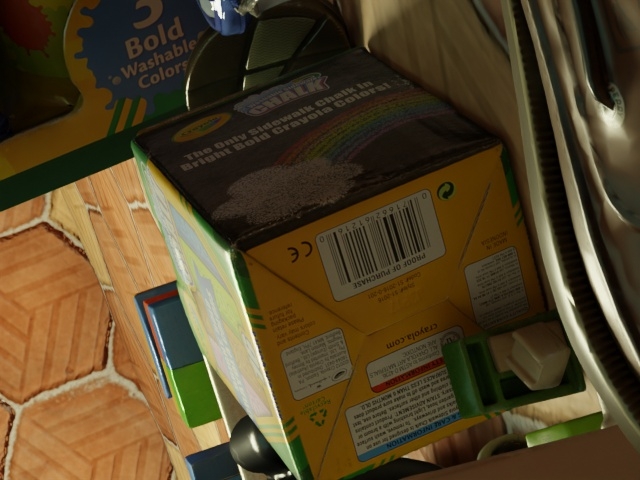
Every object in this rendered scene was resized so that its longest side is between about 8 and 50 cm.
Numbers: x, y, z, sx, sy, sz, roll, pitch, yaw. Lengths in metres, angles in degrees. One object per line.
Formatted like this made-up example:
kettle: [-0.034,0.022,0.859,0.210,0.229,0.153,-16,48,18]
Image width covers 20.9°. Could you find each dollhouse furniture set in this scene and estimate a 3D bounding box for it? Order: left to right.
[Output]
dollhouse furniture set: [0.114,0.041,0.676,0.152,0.059,0.076,-29,76,58]

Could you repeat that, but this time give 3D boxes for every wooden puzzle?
wooden puzzle: [-0.076,0.151,1.375,0.348,0.081,0.322,-153,45,-83]

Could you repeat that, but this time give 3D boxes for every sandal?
sandal: [-0.025,-0.083,0.952,0.219,0.090,0.060,80,-175,-68]

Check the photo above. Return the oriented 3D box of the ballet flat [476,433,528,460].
ballet flat: [0.117,0.130,0.726,0.213,0.072,0.068,-154,73,-68]

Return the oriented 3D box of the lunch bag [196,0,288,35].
lunch bag: [-0.061,-0.238,0.718,0.243,0.115,0.303,94,152,-68]

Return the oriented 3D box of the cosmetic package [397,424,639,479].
cosmetic package: [0.175,0.244,0.375,0.453,0.162,0.230,-132,35,-56]

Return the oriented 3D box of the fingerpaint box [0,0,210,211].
fingerpaint box: [-0.290,-0.176,1.005,0.163,0.445,0.371,52,159,47]

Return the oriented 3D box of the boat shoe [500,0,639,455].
boat shoe: [0.098,-0.046,0.384,0.104,0.111,0.307,126,120,-77]

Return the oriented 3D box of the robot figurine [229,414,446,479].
robot figurine: [0.021,0.211,1.000,0.278,0.174,0.209,148,134,-77]

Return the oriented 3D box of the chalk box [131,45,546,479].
chalk box: [0.000,0.000,0.828,0.213,0.132,0.132,-135,26,-62]
